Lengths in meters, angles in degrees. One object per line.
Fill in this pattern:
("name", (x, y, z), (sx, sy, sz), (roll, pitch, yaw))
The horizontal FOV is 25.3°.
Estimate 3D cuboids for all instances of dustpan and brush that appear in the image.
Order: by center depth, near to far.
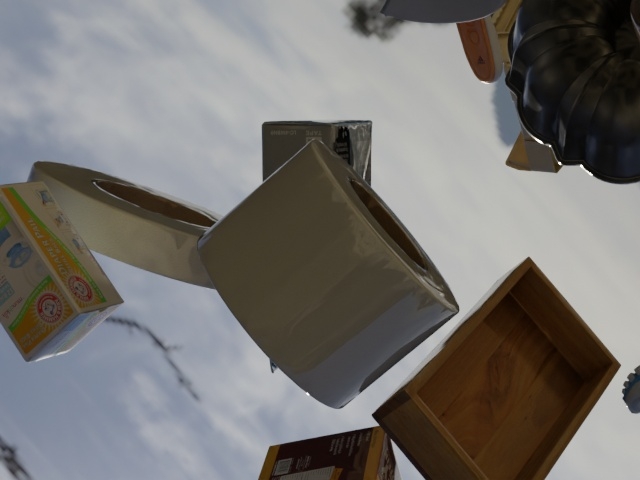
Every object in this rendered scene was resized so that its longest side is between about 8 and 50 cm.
("dustpan and brush", (0.187, -0.285, 1.562), (0.211, 0.147, 0.060), (12, -121, -12))

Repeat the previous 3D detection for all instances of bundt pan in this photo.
("bundt pan", (0.373, -0.237, 1.654), (0.331, 0.331, 0.124), (54, 179, 23))

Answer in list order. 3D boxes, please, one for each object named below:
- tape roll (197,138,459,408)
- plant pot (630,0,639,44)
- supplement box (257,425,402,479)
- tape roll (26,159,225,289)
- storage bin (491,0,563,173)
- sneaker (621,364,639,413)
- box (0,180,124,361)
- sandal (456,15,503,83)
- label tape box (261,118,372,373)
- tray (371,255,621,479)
("tape roll", (0.010, 0.035, 1.529), (0.246, 0.169, 0.246), (47, -170, -11))
("plant pot", (0.381, -0.302, 1.276), (0.263, 0.263, 0.229), (-99, -17, -65))
("supplement box", (0.017, 0.391, 2.155), (0.191, 0.194, 0.129), (-69, -35, -70))
("tape roll", (-0.255, -0.022, 2.129), (0.392, 0.072, 0.392), (20, -173, -2))
("storage bin", (0.386, -0.295, 2.491), (0.260, 0.123, 0.262), (-60, -36, -34))
("sneaker", (0.414, 0.155, 1.589), (0.071, 0.190, 0.083), (-1, -124, -38))
("box", (-0.366, 0.038, 1.827), (0.203, 0.114, 0.103), (55, -156, 10))
("sandal", (0.202, -0.353, 2.134), (0.102, 0.076, 0.265), (3, 115, 61))
("label tape box", (0.000, 0.000, 2.050), (0.249, 0.115, 0.347), (-20, -71, -75))
("tray", (0.239, 0.193, 1.850), (0.203, 0.076, 0.411), (50, -144, 1))
